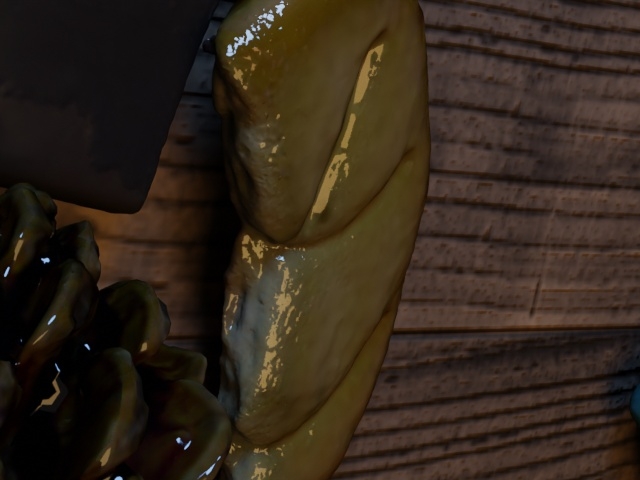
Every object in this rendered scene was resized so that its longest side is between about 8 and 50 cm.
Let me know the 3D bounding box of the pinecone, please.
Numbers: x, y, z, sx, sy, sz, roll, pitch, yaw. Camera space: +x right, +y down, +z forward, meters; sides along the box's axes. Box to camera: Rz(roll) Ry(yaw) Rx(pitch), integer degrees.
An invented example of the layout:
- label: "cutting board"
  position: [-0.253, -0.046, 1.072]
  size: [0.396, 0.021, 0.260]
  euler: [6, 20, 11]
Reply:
- label: "pinecone"
  position: [-0.166, 0.075, 0.521]
  size: [0.257, 0.243, 0.243]
  euler: [40, 79, 2]

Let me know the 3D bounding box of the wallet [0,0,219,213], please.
- label: "wallet"
  position: [-0.176, -0.109, 0.537]
  size: [0.309, 0.042, 0.165]
  euler: [11, 102, -39]

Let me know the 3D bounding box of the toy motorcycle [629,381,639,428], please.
- label: "toy motorcycle"
  position: [0.297, 0.086, 0.959]
  size: [0.198, 0.109, 0.296]
  euler: [12, 102, -29]

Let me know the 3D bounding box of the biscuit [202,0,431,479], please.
- label: "biscuit"
  position: [0.003, 0.000, 0.709]
  size: [0.154, 0.045, 0.299]
  euler: [-30, 132, -44]
